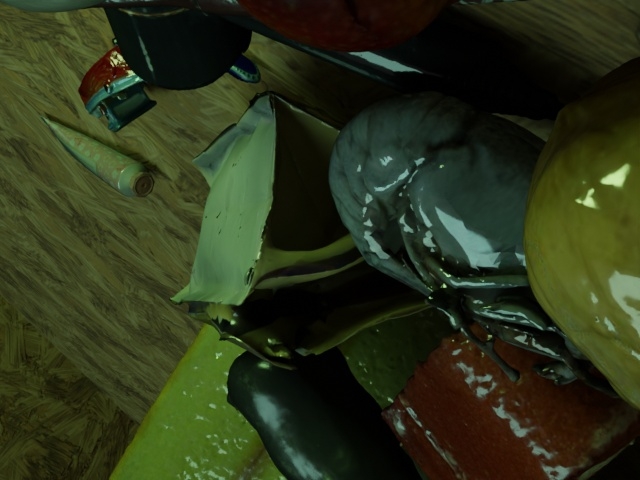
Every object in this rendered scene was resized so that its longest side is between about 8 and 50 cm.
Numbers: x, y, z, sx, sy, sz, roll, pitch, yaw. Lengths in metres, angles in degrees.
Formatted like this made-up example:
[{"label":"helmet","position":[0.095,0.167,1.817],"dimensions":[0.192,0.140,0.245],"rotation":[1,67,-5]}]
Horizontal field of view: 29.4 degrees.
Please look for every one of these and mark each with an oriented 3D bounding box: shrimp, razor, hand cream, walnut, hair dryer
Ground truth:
[{"label":"shrimp","position":[0.148,0.033,0.744],"dimensions":[0.343,0.145,0.116],"rotation":[35,-157,11]},{"label":"razor","position":[-0.112,-0.167,1.048],"dimensions":[0.155,0.044,0.028],"rotation":[24,130,31]},{"label":"hand cream","position":[-0.273,-0.100,1.483],"dimensions":[0.210,0.043,0.067],"rotation":[28,159,43]},{"label":"walnut","position":[0.207,0.003,0.605],"dimensions":[0.222,0.195,0.195],"rotation":[38,161,3]},{"label":"hair dryer","position":[-0.002,-0.138,0.824],"dimensions":[0.352,0.107,0.189],"rotation":[26,158,17]}]

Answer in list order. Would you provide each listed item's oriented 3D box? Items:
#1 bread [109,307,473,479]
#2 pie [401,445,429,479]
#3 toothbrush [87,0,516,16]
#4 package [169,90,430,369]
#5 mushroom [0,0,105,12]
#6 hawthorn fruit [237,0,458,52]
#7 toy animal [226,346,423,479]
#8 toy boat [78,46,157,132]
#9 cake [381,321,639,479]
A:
[{"label":"bread","position":[-0.047,0.179,1.222],"dimensions":[0.233,0.361,0.245],"rotation":[35,163,10]},{"label":"pie","position":[0.215,0.266,1.212],"dimensions":[0.339,0.077,0.339],"rotation":[11,168,2]},{"label":"toothbrush","position":[-0.016,-0.150,0.711],"dimensions":[0.364,0.041,0.041],"rotation":[2,145,27]},{"label":"package","position":[-0.018,0.027,0.973],"dimensions":[0.221,0.165,0.311],"rotation":[29,170,-12]},{"label":"mushroom","position":[-0.182,-0.243,0.645],"dimensions":[0.243,0.243,0.243],"rotation":[34,161,13]},{"label":"hawthorn fruit","position":[0.012,-0.183,0.589],"dimensions":[0.173,0.173,0.179],"rotation":[63,-173,-51]},{"label":"toy animal","position":[0.041,0.220,1.067],"dimensions":[0.343,0.106,0.168],"rotation":[50,163,25]},{"label":"toy boat","position":[-0.186,-0.147,1.163],"dimensions":[0.058,0.069,0.173],"rotation":[55,159,-5]},{"label":"cake","position":[0.171,0.119,0.953],"dimensions":[0.151,0.177,0.283],"rotation":[49,158,14]}]
